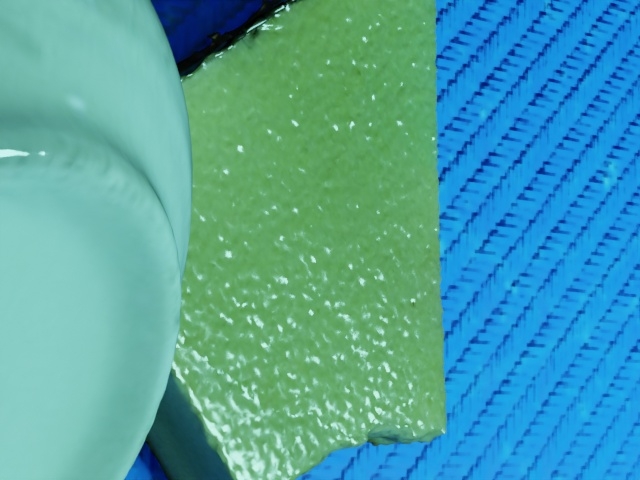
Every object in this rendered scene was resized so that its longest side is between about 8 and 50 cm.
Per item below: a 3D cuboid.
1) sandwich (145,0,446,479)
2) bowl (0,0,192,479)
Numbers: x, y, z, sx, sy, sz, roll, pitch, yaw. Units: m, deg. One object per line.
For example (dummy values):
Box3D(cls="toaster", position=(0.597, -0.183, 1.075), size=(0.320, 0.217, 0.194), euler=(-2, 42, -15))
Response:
Box3D(cls="sandwich", position=(0.000, 0.000, 0.685), size=(0.245, 0.063, 0.212), euler=(-40, 112, -35))
Box3D(cls="bowl", position=(-0.150, 0.016, 0.401), size=(0.307, 0.163, 0.307), euler=(-37, 145, -32))
